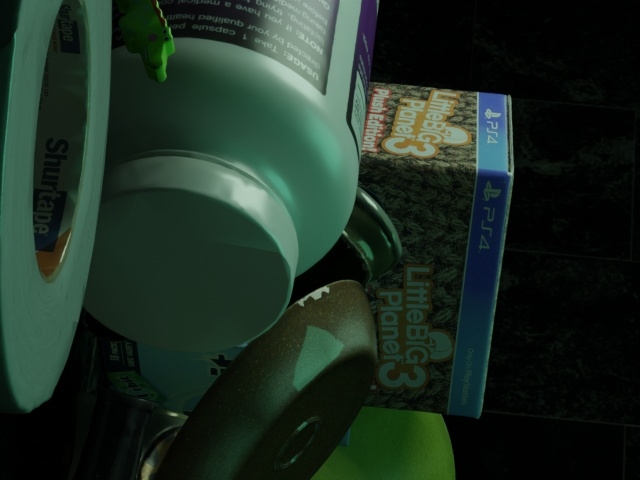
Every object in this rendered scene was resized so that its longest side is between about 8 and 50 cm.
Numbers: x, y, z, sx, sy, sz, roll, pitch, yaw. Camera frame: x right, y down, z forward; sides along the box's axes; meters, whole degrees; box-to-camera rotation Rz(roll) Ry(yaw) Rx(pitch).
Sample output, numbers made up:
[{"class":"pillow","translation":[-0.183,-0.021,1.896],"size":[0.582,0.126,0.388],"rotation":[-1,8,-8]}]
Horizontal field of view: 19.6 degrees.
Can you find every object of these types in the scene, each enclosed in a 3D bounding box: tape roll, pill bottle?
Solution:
[{"class":"tape roll","translation":[-0.134,-0.044,0.724],"size":[0.219,0.072,0.219],"rotation":[5,90,-88]},{"class":"pill bottle","translation":[-0.062,-0.094,1.091],"size":[0.323,0.181,0.181],"rotation":[-82,176,-45]}]

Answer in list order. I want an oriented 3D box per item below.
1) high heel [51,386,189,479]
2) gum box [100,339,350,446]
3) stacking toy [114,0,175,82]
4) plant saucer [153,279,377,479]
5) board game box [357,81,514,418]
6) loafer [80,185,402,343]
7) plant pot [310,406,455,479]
[{"class":"high heel","translation":[-0.140,0.193,1.192],"size":[0.261,0.093,0.186],"rotation":[82,23,-82]},{"class":"gum box","translation":[-0.066,0.099,1.392],"size":[0.157,0.184,0.041],"rotation":[93,3,-60]},{"class":"stacking toy","translation":[-0.094,-0.208,0.873],"size":[0.167,0.052,0.221],"rotation":[88,-11,-71]},{"class":"plant saucer","translation":[-0.025,0.114,1.123],"size":[0.198,0.036,0.199],"rotation":[-43,159,-21]},{"class":"board game box","translation":[0.000,0.000,1.508],"size":[0.141,0.291,0.232],"rotation":[-81,176,-60]},{"class":"loafer","translation":[-0.058,0.026,1.195],"size":[0.094,0.251,0.087],"rotation":[54,43,-24]},{"class":"plant pot","translation":[-0.052,0.226,1.594],"size":[0.293,0.274,0.275],"rotation":[-14,110,-71]}]
